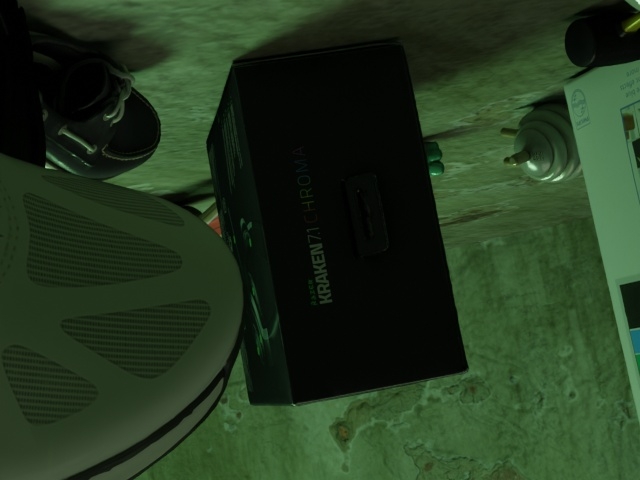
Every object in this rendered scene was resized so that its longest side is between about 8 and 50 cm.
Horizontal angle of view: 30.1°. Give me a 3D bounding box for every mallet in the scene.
[{"bbox_3d":[0.236,-0.166,0.821,0.062,0.039,0.189,-13,171,-19],"label":"mallet"}]

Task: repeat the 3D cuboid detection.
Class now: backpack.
[{"bbox_3d":[-0.187,-0.063,0.578,0.101,0.120,0.098,-12,175,8],"label":"backpack"}]

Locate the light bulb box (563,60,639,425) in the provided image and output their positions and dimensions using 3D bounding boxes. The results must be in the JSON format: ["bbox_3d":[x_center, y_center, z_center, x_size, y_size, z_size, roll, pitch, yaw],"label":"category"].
[{"bbox_3d":[0.455,-0.016,1.055,0.358,0.361,0.225,-9,174,-19],"label":"light bulb box"}]

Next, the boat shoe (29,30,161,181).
[{"bbox_3d":[-0.145,-0.081,0.724,0.065,0.075,0.206,-10,170,23],"label":"boat shoe"}]

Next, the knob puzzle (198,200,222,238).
[{"bbox_3d":[-0.082,0.016,1.349,0.213,0.030,0.213,-18,140,-17],"label":"knob puzzle"}]

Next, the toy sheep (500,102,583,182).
[{"bbox_3d":[0.236,-0.099,1.217,0.132,0.091,0.091,-29,-174,-34],"label":"toy sheep"}]

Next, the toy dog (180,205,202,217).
[{"bbox_3d":[-0.264,0.061,1.443,0.220,0.161,0.333,-7,173,-28],"label":"toy dog"}]

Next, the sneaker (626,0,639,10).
[{"bbox_3d":[0.244,-0.149,0.651,0.252,0.103,0.111,-7,171,-30],"label":"sneaker"}]

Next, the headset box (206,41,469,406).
[{"bbox_3d":[0.000,0.000,0.938,0.131,0.246,0.283,-9,173,-11],"label":"headset box"}]

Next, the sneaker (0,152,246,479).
[{"bbox_3d":[-0.181,-0.015,0.357,0.447,0.169,0.257,0,142,-36],"label":"sneaker"}]

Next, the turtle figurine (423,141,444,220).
[{"bbox_3d":[0.015,-0.040,1.259,0.234,0.118,0.175,-10,134,-27],"label":"turtle figurine"}]
